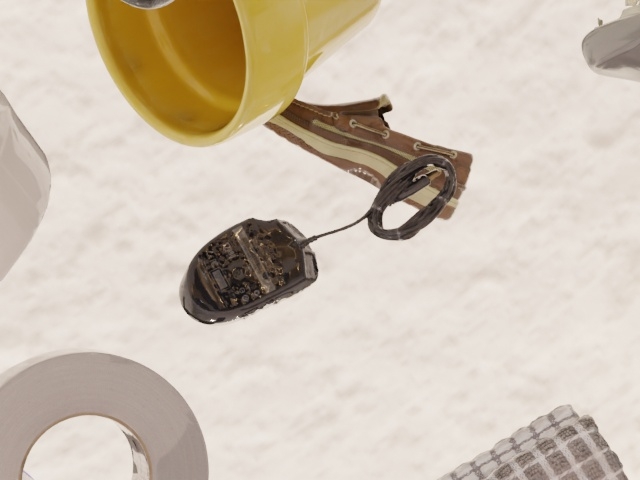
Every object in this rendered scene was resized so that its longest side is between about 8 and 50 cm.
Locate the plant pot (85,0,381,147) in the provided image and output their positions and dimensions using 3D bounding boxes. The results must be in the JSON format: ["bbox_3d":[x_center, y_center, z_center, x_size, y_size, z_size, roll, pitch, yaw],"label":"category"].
[{"bbox_3d":[-0.073,-0.253,1.525,0.239,0.254,0.254,-30,146,-38],"label":"plant pot"}]

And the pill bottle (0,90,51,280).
[{"bbox_3d":[-0.292,-0.115,0.690,0.204,0.204,0.361,-34,127,-2],"label":"pill bottle"}]

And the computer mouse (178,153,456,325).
[{"bbox_3d":[0.000,0.000,1.180,0.242,0.071,0.041,-24,161,-6],"label":"computer mouse"}]

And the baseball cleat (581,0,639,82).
[{"bbox_3d":[0.244,-0.087,0.850,0.072,0.205,0.110,18,75,-56],"label":"baseball cleat"}]

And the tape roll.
[{"bbox_3d":[-0.212,0.205,1.311,0.219,0.072,0.219,0,90,-18],"label":"tape roll"}]

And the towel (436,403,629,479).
[{"bbox_3d":[0.167,0.296,1.091,0.235,0.284,0.121,-32,-174,-3],"label":"towel"}]

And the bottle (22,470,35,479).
[{"bbox_3d":[-0.433,0.354,2.038,0.118,0.283,0.092,42,82,-36],"label":"bottle"}]

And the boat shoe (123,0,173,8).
[{"bbox_3d":[-0.144,-0.246,0.691,0.113,0.105,0.306,-16,113,31],"label":"boat shoe"}]

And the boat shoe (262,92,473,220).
[{"bbox_3d":[0.048,-0.119,1.633,0.095,0.257,0.095,-62,179,5],"label":"boat shoe"}]
